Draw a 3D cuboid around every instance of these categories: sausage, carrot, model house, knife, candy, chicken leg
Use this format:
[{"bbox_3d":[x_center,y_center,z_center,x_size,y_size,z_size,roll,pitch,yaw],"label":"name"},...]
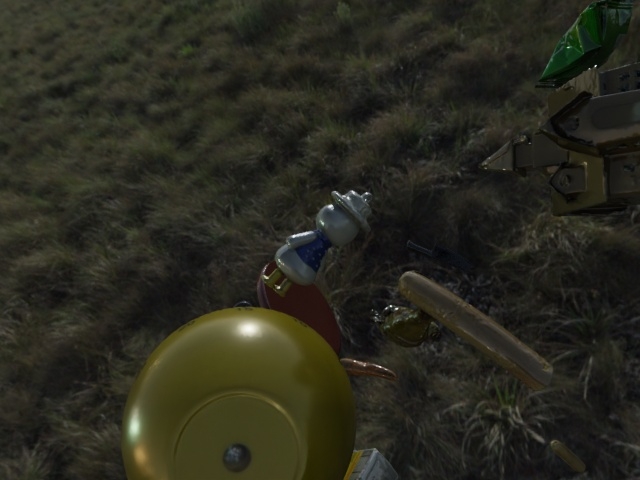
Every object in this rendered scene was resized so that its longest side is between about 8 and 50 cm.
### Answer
[{"bbox_3d":[0.270,0.152,0.821,0.301,0.065,0.065,35,66,16],"label":"sausage"},{"bbox_3d":[0.130,0.359,1.269,0.191,0.047,0.047,-1,47,36],"label":"carrot"},{"bbox_3d":[0.463,0.404,0.851,0.024,0.132,0.024,-32,35,26],"label":"sausage"},{"bbox_3d":[0.324,-0.125,0.617,0.248,0.176,0.180,-7,79,44],"label":"model house"},{"bbox_3d":[0.400,0.045,1.516,0.231,0.028,0.059,23,75,11],"label":"knife"},{"bbox_3d":[0.570,-0.413,0.976,0.142,0.203,0.078,1,50,-19],"label":"candy"},{"bbox_3d":[0.320,0.279,1.505,0.361,0.212,0.140,-28,42,61],"label":"chicken leg"}]

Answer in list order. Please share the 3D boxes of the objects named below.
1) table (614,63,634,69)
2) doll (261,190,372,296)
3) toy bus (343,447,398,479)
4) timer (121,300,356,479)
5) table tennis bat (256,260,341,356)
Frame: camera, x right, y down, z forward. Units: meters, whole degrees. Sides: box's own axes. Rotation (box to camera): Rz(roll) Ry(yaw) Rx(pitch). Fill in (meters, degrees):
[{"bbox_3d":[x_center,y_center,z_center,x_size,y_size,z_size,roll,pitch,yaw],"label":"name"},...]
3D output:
[{"bbox_3d":[0.567,-0.252,0.862,0.127,0.126,0.220,16,35,35],"label":"table"},{"bbox_3d":[0.000,0.000,0.975,0.293,0.138,0.119,-44,44,1],"label":"doll"},{"bbox_3d":[0.037,0.489,0.786,0.106,0.092,0.268,-38,2,44],"label":"toy bus"},{"bbox_3d":[-0.124,0.270,0.726,0.377,0.387,0.375,1,83,-8],"label":"timer"},{"bbox_3d":[-0.028,0.221,1.130,0.051,0.268,0.414,-40,60,23],"label":"table tennis bat"}]
